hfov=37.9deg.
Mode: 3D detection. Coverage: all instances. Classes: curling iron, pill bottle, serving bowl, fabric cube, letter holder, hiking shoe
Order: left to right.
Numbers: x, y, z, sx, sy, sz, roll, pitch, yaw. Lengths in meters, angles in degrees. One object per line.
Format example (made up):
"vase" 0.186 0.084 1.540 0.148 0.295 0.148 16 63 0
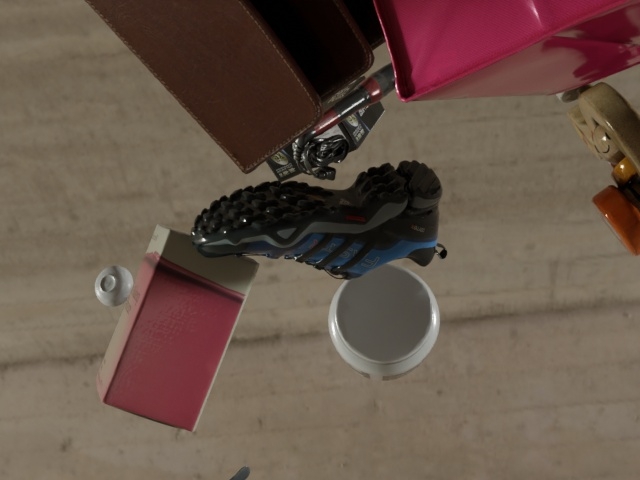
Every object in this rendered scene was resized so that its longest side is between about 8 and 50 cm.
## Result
"serving bowl" -0.412 0.087 1.836 0.083 0.027 0.083 -6 -107 20
"letter holder" -0.075 -0.253 0.854 0.214 0.302 0.152 -30 -160 38
"hiking shoe" 0.000 0.000 1.110 0.304 0.132 0.113 -8 -149 2
"curling iron" 0.055 -0.157 1.043 0.035 0.068 0.274 21 -130 28
"pill bottle" 0.119 0.156 1.756 0.204 0.361 0.204 -1 -101 3
"fabric cube" 0.191 -0.264 0.716 0.259 0.254 0.258 -18 177 39

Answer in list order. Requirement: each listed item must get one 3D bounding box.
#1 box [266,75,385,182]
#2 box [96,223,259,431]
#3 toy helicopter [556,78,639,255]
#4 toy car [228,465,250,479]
"box" 0.002 -0.194 1.627 0.180 0.077 0.147 -20 -158 36
"box" -0.190 0.108 1.213 0.126 0.148 0.232 22 -93 -16
"toy helicopter" 0.346 -0.137 1.141 0.140 0.235 0.355 -38 -174 12
"toy car" -0.172 0.456 1.509 0.188 0.155 0.149 -29 -151 -32
